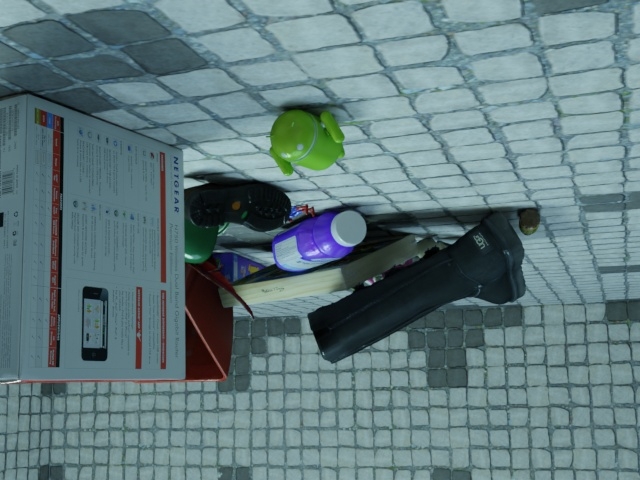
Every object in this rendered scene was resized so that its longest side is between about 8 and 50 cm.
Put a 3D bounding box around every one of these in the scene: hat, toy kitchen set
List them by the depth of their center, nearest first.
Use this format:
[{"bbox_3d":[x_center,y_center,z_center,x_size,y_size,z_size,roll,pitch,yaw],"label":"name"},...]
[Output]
[{"bbox_3d":[-0.233,0.032,1.523,0.208,0.184,0.173,-5,149,0],"label":"hat"},{"bbox_3d":[0.290,0.087,2.048,0.207,0.166,0.122,16,-165,-19],"label":"toy kitchen set"}]

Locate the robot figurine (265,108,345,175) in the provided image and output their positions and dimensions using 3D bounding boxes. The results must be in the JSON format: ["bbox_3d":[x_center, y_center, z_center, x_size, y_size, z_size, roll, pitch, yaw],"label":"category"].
[{"bbox_3d":[-0.018,-0.128,1.106,0.101,0.067,0.115,-28,157,29],"label":"robot figurine"}]

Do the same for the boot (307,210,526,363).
[{"bbox_3d":[0.205,0.136,1.834,0.445,0.146,0.367,-31,153,-1],"label":"boot"}]

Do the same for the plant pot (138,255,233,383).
[{"bbox_3d":[-0.348,0.160,2.058,0.267,0.236,0.267,-5,131,22],"label":"plant pot"}]

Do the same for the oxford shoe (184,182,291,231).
[{"bbox_3d":[-0.147,-0.065,1.474,0.227,0.083,0.096,6,-170,-42],"label":"oxford shoe"}]

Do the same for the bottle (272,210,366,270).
[{"bbox_3d":[0.000,0.000,1.751,0.118,0.092,0.283,-3,172,-26],"label":"bottle"}]

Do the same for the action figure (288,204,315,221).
[{"bbox_3d":[-0.068,-0.048,1.668,0.115,0.030,0.038,-5,174,31],"label":"action figure"}]

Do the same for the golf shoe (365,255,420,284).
[{"bbox_3d":[0.205,0.084,2.210,0.306,0.115,0.140,6,171,-31],"label":"golf shoe"}]

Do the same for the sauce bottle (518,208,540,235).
[{"bbox_3d":[0.422,-0.033,1.757,0.042,0.042,0.128,-3,169,12],"label":"sauce bottle"}]

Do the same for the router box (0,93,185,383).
[{"bbox_3d":[-0.297,0.016,1.122,0.082,0.336,0.301,-7,168,28],"label":"router box"}]

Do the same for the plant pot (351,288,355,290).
[{"bbox_3d":[0.066,0.087,2.329,0.079,0.083,0.083,8,177,38],"label":"plant pot"}]

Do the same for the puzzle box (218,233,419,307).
[{"bbox_3d":[-0.008,0.070,2.000,0.408,0.052,0.272,-11,-172,43],"label":"puzzle box"}]

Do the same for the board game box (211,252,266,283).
[{"bbox_3d":[-0.282,0.103,2.348,0.233,0.078,0.347,-4,169,16],"label":"board game box"}]
